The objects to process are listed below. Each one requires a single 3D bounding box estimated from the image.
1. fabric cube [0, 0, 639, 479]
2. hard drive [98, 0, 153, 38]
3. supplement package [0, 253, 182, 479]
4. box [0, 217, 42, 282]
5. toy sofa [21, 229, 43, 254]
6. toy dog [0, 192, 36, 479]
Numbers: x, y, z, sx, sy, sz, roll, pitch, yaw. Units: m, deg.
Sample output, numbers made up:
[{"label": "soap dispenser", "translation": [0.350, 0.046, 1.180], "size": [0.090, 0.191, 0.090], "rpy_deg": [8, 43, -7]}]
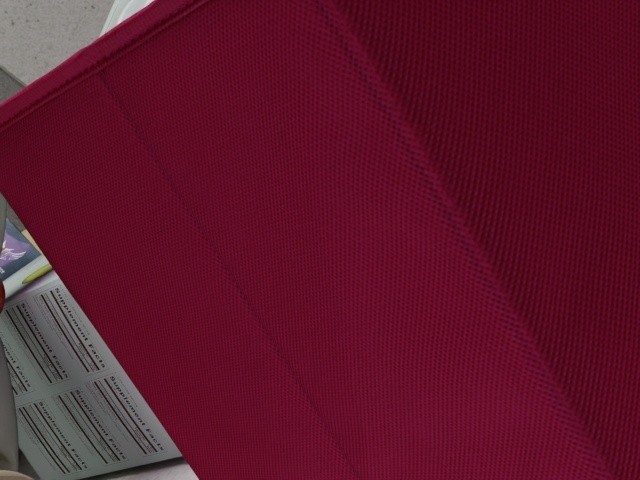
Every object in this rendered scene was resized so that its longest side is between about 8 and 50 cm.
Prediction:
[{"label": "fabric cube", "translation": [0.073, -0.017, 0.543], "size": [0.254, 0.258, 0.259], "rpy_deg": [-39, 12, -30]}, {"label": "hard drive", "translation": [0.004, -0.159, 1.076], "size": [0.338, 0.064, 0.237], "rpy_deg": [-6, 40, 16]}, {"label": "supplement package", "translation": [-0.125, 0.055, 1.088], "size": [0.203, 0.149, 0.194], "rpy_deg": [-21, 15, 50]}, {"label": "box", "translation": [-0.294, 0.110, 1.237], "size": [0.183, 0.059, 0.233], "rpy_deg": [-38, -27, -21]}, {"label": "toy sofa", "translation": [-0.289, 0.019, 1.849], "size": [0.362, 0.177, 0.150], "rpy_deg": [-32, 35, 0]}, {"label": "toy dog", "translation": [-0.275, 0.092, 0.952], "size": [0.161, 0.334, 0.220], "rpy_deg": [7, -42, -37]}]
